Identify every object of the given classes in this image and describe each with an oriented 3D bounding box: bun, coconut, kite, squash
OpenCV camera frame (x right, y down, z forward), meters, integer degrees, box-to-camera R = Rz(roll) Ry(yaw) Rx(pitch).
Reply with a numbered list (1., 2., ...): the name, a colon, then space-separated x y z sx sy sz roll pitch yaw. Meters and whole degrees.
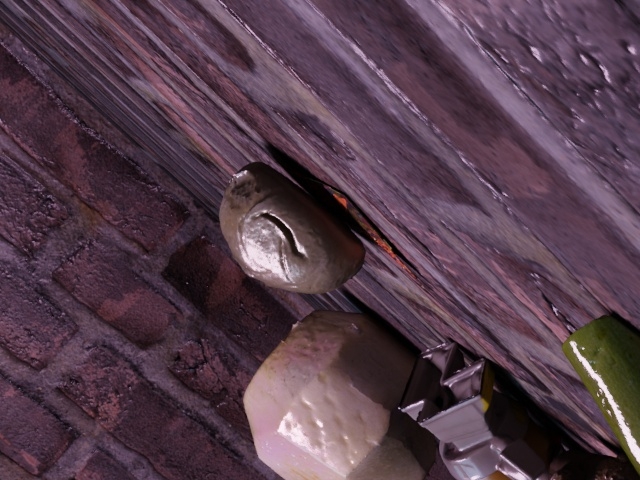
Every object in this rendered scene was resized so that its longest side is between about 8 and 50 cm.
1. bun: -0.042 -0.003 1.443 0.173 0.113 0.166 40 -177 21
2. coconut: 0.055 0.298 2.223 0.352 0.352 0.352 41 175 5
3. kite: 0.028 -0.032 1.364 0.222 0.008 0.125 40 174 11
4. squash: 0.248 0.140 0.876 0.200 0.075 0.090 62 162 18

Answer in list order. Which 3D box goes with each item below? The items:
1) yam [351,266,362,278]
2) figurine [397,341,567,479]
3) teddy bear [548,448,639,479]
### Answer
1. yam: 0.000 0.000 1.699 0.129 0.027 0.033 38 -147 10
2. figurine: 0.232 0.272 1.663 0.308 0.143 0.308 53 -171 -12
3. teddy bear: 0.313 0.261 1.386 0.119 0.078 0.160 2 -166 -37
